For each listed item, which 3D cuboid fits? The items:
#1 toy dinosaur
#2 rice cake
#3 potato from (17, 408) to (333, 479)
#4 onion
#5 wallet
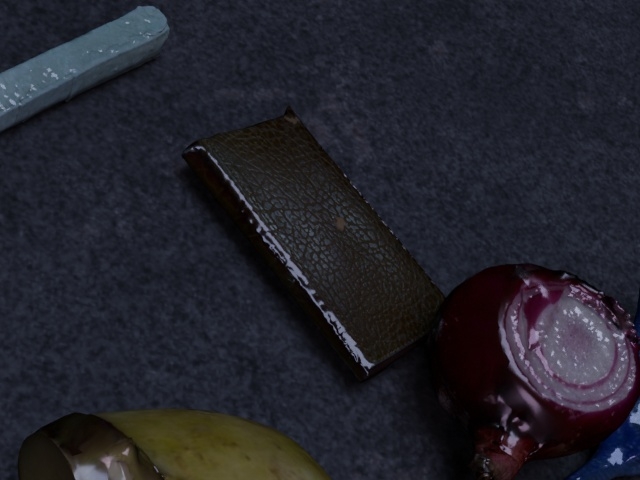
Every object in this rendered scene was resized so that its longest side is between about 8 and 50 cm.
[{"bbox_3d":[0.247,0.134,1.296,0.188,0.075,0.247,-1,63,-16],"label":"toy dinosaur"},{"bbox_3d":[-0.218,-0.134,1.247,0.042,0.045,0.245,48,49,10],"label":"rice cake"},{"bbox_3d":[-0.056,0.234,0.975,0.242,0.242,0.285,-16,59,-35],"label":"potato"},{"bbox_3d":[0.153,0.123,1.216,0.173,0.135,0.198,33,63,-2],"label":"onion"},{"bbox_3d":[0.000,0.000,1.275,0.243,0.039,0.133,50,44,12],"label":"wallet"}]
